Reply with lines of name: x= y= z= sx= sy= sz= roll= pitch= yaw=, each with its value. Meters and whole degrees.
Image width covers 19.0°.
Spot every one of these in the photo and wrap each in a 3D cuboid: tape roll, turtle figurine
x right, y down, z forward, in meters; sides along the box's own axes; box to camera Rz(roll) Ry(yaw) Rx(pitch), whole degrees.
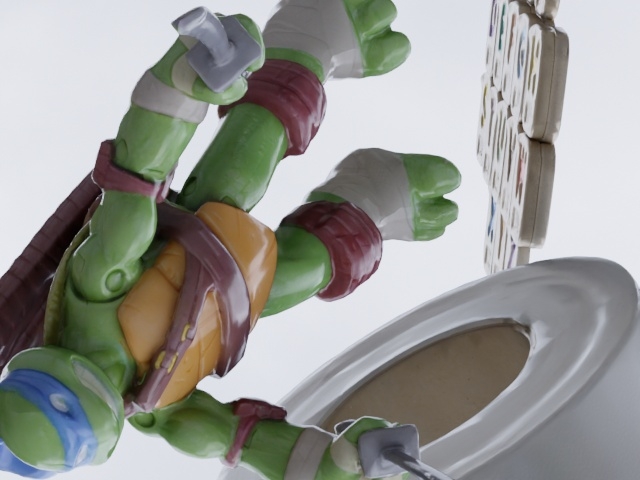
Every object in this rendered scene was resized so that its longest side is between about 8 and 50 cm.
tape roll: x=0.081 y=0.126 z=1.106 sx=0.286 sy=0.100 sz=0.286 roll=-28 pitch=-165 yaw=8
turtle figurine: x=0.000 y=0.000 z=0.795 sx=0.275 sy=0.198 sz=0.266 roll=-45 pitch=-175 yaw=41

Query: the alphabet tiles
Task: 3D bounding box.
alphabet tiles: x=0.134 y=-0.094 z=1.319 sx=0.021 sy=0.278 sz=0.284 roll=5 pitch=-165 yaw=-2
